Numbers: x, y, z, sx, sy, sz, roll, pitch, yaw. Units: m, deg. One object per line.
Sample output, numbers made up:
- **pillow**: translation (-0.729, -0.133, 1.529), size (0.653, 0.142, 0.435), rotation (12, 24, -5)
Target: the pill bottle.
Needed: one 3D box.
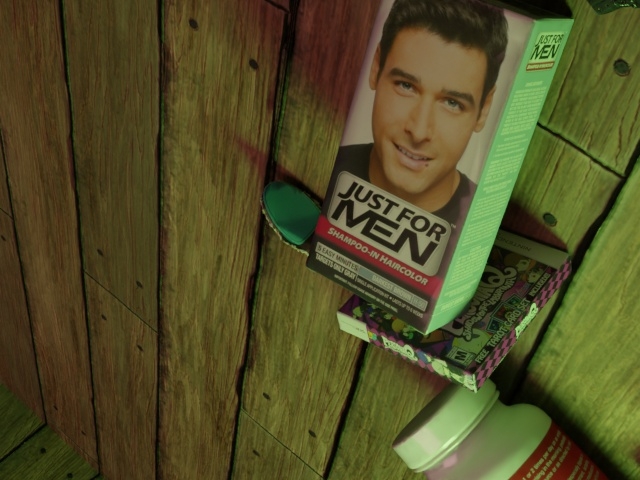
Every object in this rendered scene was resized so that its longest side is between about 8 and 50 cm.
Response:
- **pill bottle**: translation (0.304, 0.389, 1.427), size (0.407, 0.229, 0.229), rotation (47, 146, 5)

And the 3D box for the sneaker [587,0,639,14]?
- **sneaker**: translation (0.306, -0.252, 0.974), size (0.170, 0.051, 0.089), rotation (48, 146, 11)

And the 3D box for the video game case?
- **video game case**: translation (0.172, 0.066, 1.263), size (0.210, 0.232, 0.041), rotation (23, 144, 35)

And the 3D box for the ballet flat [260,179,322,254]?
- **ballet flat**: translation (0.000, 0.000, 1.537), size (0.241, 0.091, 0.077), rotation (40, 167, 20)

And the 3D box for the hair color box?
- **hair color box**: translation (0.127, -0.104, 1.133), size (0.185, 0.114, 0.374), rotation (29, 115, 28)
